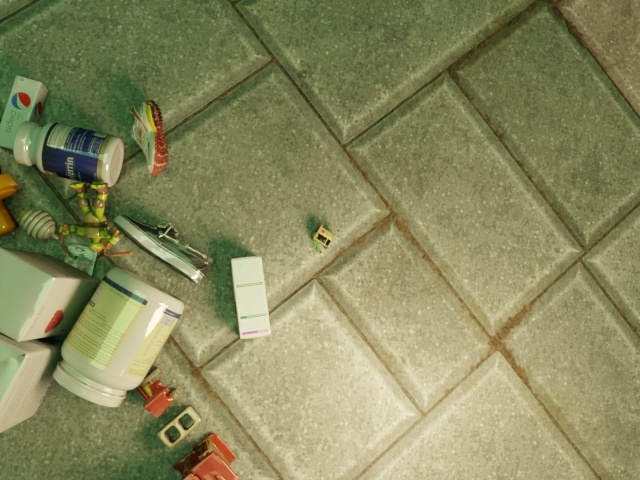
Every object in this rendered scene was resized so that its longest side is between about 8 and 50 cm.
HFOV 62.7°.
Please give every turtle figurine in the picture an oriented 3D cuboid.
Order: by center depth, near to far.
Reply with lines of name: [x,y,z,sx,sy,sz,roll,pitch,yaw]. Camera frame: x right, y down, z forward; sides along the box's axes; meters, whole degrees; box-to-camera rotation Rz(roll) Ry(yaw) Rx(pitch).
turtle figurine: [-0.633,-0.055,1.492,0.269,0.087,0.218,7,105,25]

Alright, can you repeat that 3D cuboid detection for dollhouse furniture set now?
dollhouse furniture set: [-0.401,0.552,1.457,0.152,0.201,0.374,-41,92,-12]

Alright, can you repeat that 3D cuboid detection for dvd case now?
dvd case: [-0.712,0.074,1.552,0.087,0.013,0.120,12,81,-8]

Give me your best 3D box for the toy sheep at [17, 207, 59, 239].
toy sheep: [-0.808,-0.045,1.510,0.132,0.091,0.091,32,79,-5]

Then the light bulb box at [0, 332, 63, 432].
light bulb box: [-0.886,0.300,1.319,0.357,0.361,0.225,27,78,-6]

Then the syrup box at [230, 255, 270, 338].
syrup box: [-0.213,0.171,1.588,0.096,0.093,0.237,-6,85,-11]

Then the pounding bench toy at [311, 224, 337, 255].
pounding bench toy: [0.000,0.000,1.666,0.065,0.052,0.083,32,79,-5]

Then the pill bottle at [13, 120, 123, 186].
pill bottle: [-0.722,-0.254,1.517,0.264,0.153,0.153,12,82,-8]

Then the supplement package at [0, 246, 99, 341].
supplement package: [-0.749,0.141,1.383,0.175,0.293,0.178,27,84,1]

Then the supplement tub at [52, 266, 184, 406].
supplement tub: [-0.552,0.261,1.446,0.235,0.235,0.325,30,79,-5]

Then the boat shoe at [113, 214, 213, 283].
boat shoe: [-0.460,0.002,1.555,0.306,0.113,0.105,33,71,2]

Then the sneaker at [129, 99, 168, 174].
sneaker: [-0.526,-0.308,1.603,0.092,0.088,0.226,-10,85,9]

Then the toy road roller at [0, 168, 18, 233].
toy road roller: [-0.994,-0.088,1.431,0.329,0.202,0.241,-32,101,-13]

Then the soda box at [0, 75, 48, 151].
soda box: [-0.877,-0.365,1.545,0.073,0.069,0.216,14,82,-9]
